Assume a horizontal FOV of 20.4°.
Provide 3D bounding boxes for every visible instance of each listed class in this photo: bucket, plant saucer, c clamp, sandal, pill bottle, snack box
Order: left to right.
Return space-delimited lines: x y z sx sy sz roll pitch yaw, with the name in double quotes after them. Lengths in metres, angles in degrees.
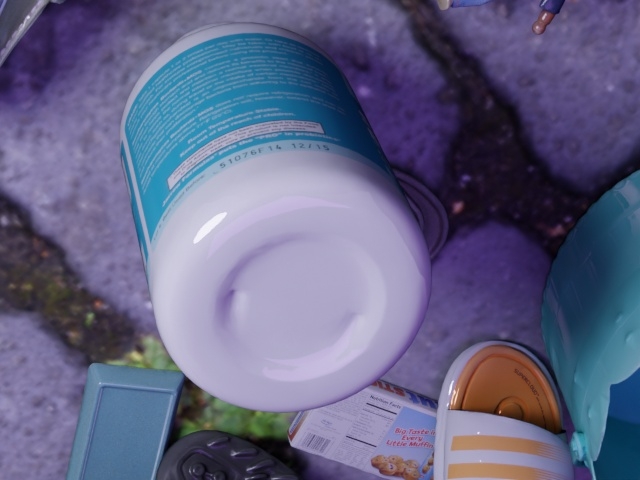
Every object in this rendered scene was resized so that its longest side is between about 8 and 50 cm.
-0.145 0.172 1.243 0.067 0.018 0.192 7 118 -16 "plant saucer"
-0.035 -0.031 1.007 0.146 0.264 0.146 -6 121 -9 "pill bottle"
0.000 0.000 1.174 0.161 0.022 0.137 -32 121 7 "c clamp"
0.069 0.144 1.272 0.178 0.022 0.064 22 111 -23 "snack box"
0.133 0.203 1.230 0.102 0.076 0.265 6 87 -23 "sandal"
0.287 0.081 1.192 0.281 0.183 0.281 -5 120 -9 "bucket"

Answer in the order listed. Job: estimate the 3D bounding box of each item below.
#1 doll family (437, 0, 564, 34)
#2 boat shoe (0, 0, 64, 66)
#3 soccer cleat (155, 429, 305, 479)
0.118 -0.218 1.051 0.111 0.076 0.193 -11 126 -11 "doll family"
-0.149 -0.187 0.986 0.094 0.109 0.302 21 110 -25 "boat shoe"
-0.007 0.258 1.280 0.318 0.116 0.108 44 74 -13 "soccer cleat"
